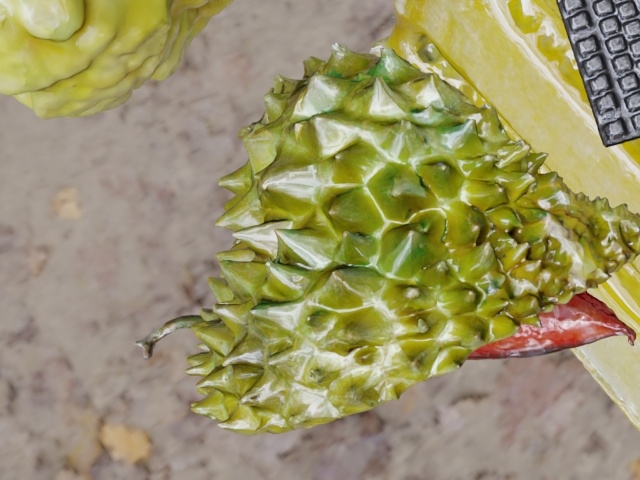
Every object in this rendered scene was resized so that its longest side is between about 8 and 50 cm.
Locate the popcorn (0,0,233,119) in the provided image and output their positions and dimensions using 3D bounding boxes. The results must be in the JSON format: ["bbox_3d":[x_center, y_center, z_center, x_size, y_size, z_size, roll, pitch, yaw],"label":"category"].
[{"bbox_3d":[-0.121,-0.174,0.991,0.181,0.235,0.217,39,130,1],"label":"popcorn"}]

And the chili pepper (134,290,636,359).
[{"bbox_3d":[0.015,0.030,0.804,0.268,0.059,0.050,-5,114,46],"label":"chili pepper"}]

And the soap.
[{"bbox_3d":[0.163,-0.038,0.950,0.315,0.091,0.199,49,146,19],"label":"soap"}]

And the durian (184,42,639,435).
[{"bbox_3d":[-0.001,-0.004,0.648,0.187,0.119,0.108,-19,97,57],"label":"durian"}]

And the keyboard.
[{"bbox_3d":[0.122,-0.144,0.851,0.061,0.013,0.204,-17,78,3],"label":"keyboard"}]
